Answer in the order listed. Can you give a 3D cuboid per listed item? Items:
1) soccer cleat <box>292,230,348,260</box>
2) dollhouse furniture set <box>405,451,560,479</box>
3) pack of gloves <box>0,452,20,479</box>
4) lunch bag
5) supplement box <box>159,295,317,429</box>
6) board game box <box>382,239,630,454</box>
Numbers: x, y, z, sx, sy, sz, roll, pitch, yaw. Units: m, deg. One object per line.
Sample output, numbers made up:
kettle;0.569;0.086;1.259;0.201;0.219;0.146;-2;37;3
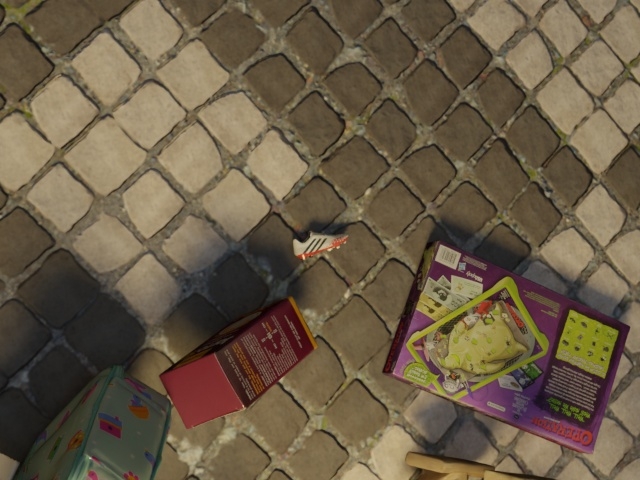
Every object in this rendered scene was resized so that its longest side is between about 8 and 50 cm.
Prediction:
soccer cleat;0.000;0.000;1.510;0.083;0.029;0.036;-21;97;-15
dollhouse furniture set;0.299;0.498;1.417;0.256;0.394;0.362;19;79;-45
pack of gloves;-0.454;0.341;1.266;0.046;0.195;0.232;39;69;-57
lunch bag;-0.286;0.288;1.238;0.108;0.279;0.224;40;111;-15
supplement box;-0.101;0.153;1.375;0.188;0.104;0.081;-35;99;-55
board game box;0.279;0.160;1.589;0.346;0.056;0.208;24;74;-16
